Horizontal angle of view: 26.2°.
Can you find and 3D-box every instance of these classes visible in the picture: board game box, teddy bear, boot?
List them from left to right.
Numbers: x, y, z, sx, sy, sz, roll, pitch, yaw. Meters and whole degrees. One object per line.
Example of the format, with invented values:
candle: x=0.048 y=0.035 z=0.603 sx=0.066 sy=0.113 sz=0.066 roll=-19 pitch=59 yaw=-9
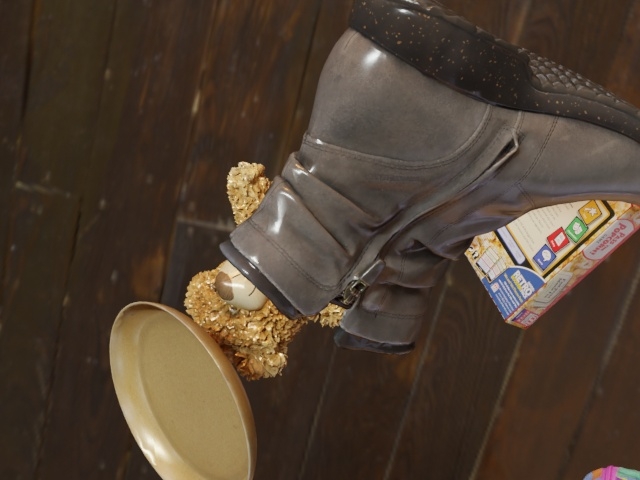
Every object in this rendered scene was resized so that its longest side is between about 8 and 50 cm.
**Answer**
teddy bear: x=0.000 y=0.000 z=1.519 sx=0.338 sy=0.113 sz=0.245 roll=-21 pitch=78 yaw=-2
boot: x=0.102 y=-0.022 z=0.930 sx=0.338 sy=0.118 sz=0.223 roll=20 pitch=104 yaw=-32
board game box: x=0.252 y=-0.019 z=1.531 sx=0.045 sy=0.147 sz=0.193 roll=21 pitch=123 yaw=-45

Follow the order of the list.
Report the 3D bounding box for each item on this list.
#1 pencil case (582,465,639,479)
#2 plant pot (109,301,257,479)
pencil case: x=0.359 y=0.361 z=1.698 sx=0.104 sy=0.236 sz=0.104 roll=4 pitch=105 yaw=13
plant pot: x=-0.138 y=0.169 z=1.431 sx=0.032 sy=0.236 sz=0.236 roll=-23 pitch=128 yaw=-36
